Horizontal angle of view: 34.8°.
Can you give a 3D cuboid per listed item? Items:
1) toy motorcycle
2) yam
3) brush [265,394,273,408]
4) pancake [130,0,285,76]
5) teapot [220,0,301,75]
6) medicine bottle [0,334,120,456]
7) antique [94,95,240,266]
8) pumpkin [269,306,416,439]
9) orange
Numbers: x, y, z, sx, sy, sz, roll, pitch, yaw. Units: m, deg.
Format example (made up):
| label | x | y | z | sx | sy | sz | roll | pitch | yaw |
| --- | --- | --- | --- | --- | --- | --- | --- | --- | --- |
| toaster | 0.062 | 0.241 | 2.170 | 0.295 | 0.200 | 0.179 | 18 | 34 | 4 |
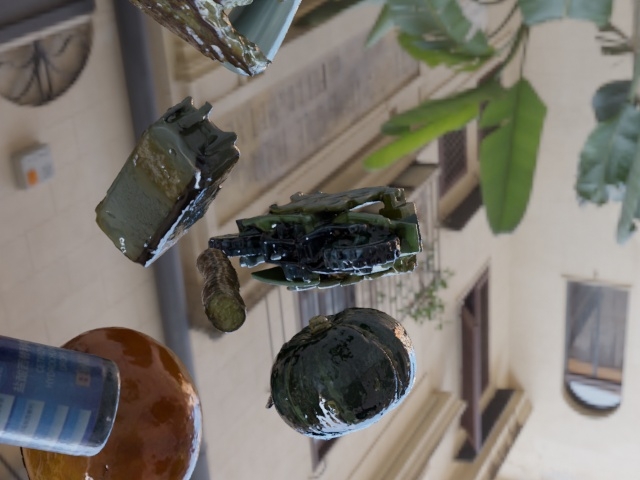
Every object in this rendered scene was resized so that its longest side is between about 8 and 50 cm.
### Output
| label | x | y | z | sx | sy | sz | roll | pitch | yaw |
| --- | --- | --- | --- | --- | --- | --- | --- | --- | --- |
| toy motorcycle | 0.000 | 0.000 | 1.754 | 0.410 | 0.169 | 0.237 | 4 | -162 | 46 |
| yam | -0.157 | 0.070 | 1.593 | 0.066 | 0.066 | 0.300 | -8 | -166 | -7 |
| brush | -0.068 | 0.249 | 1.669 | 0.016 | 0.063 | 0.193 | 35 | 169 | -1 |
| pancake | -0.132 | -0.223 | 0.779 | 0.056 | 0.257 | 0.212 | -55 | -149 | -7 |
| teapot | 0.022 | -0.284 | 0.854 | 0.219 | 0.318 | 0.149 | 16 | -142 | 20 |
| medicine bottle | -0.263 | 0.113 | 0.790 | 0.203 | 0.084 | 0.083 | 14 | -162 | -24 |
| antique | -0.223 | -0.095 | 1.538 | 0.125 | 0.284 | 0.150 | 45 | -129 | 1 |
| pumpkin | 0.027 | 0.159 | 1.244 | 0.190 | 0.146 | 0.190 | -18 | 170 | -3 |
| orange | -0.296 | 0.263 | 1.451 | 0.226 | 0.284 | 0.283 | 9 | -170 | -45 |
